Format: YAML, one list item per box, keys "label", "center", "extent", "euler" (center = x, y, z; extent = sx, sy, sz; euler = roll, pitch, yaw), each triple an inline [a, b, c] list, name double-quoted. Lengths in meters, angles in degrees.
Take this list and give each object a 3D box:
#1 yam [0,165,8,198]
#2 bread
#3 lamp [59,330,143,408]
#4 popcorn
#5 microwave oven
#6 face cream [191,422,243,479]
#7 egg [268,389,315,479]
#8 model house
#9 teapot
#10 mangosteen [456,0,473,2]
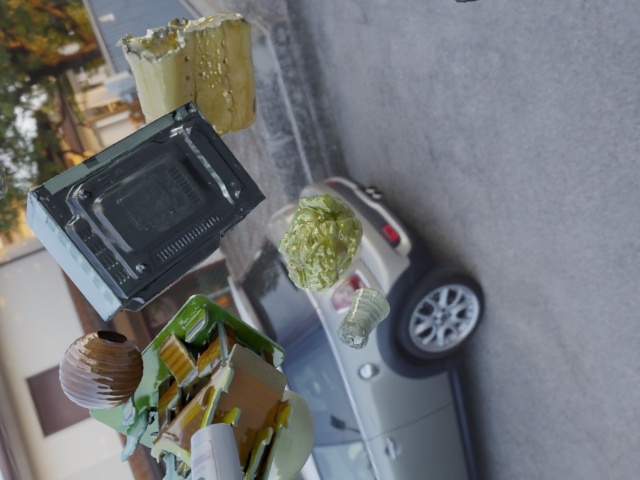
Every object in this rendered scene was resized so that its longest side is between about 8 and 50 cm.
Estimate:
- label: "yam"
  center: [-0.768, -0.148, 1.356]
  extent: [0.107, 0.107, 0.194]
  euler: [65, 159, 9]
- label: "bread"
  center: [-0.368, -0.429, 1.690]
  extent: [0.250, 0.361, 0.395]
  euler: [34, 141, 35]
- label: "lamp"
  center: [-0.371, 0.221, 1.029]
  extent: [0.136, 0.136, 0.137]
  euler: [157, 90, -80]
- label: "popcorn"
  center: [0.000, 0.000, 1.473]
  extent: [0.255, 0.194, 0.256]
  euler: [108, 177, -49]
- label: "microwave oven"
  center: [-0.272, -0.051, 0.969]
  extent: [0.238, 0.295, 0.181]
  euler: [52, 149, -3]
- label: "face cream"
  center: [-0.135, 0.347, 0.802]
  extent: [0.057, 0.084, 0.198]
  euler: [31, -151, -38]
- label: "egg"
  center: [-0.127, 0.532, 1.631]
  extent: [0.219, 0.269, 0.219]
  euler: [32, 178, 2]
- label: "model house"
  center: [-0.229, 0.332, 1.032]
  extent: [0.242, 0.357, 0.313]
  euler: [41, -170, -24]
- label: "teapot"
  center: [0.052, 0.111, 0.824]
  extent: [0.067, 0.083, 0.057]
  euler: [-23, 111, 40]
- label: "mangosteen"
  center: [0.368, -0.675, 1.451]
  extent: [0.210, 0.209, 0.210]
  euler: [157, 90, -80]
